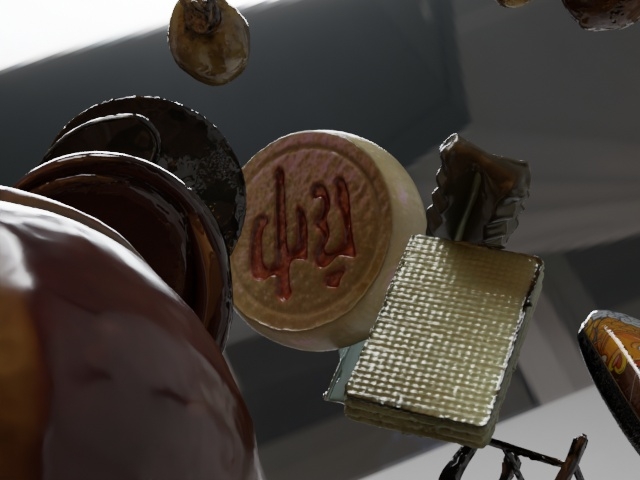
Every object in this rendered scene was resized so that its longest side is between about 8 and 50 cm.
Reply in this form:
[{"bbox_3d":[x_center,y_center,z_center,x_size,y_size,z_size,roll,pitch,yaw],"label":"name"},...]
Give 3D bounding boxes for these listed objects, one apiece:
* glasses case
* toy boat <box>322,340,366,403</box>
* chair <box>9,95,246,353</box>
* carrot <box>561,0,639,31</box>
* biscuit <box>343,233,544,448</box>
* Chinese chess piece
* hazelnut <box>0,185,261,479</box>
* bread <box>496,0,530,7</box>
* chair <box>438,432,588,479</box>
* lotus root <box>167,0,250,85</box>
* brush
[{"bbox_3d":[0.385,0.182,1.578,0.122,0.082,0.321,21,24,-22],"label":"glasses case"},{"bbox_3d":[0.055,0.117,1.764,0.210,0.070,0.291,41,32,18],"label":"toy boat"},{"bbox_3d":[-0.182,0.004,1.302,0.401,0.226,0.227,-99,168,-75],"label":"chair"},{"bbox_3d":[0.172,-0.151,0.613,0.055,0.161,0.055,43,25,-27],"label":"carrot"},{"bbox_3d":[0.104,0.077,1.138,0.199,0.121,0.041,-62,153,-43],"label":"biscuit"},{"bbox_3d":[0.000,0.000,1.708,0.112,0.270,0.270,24,39,-59],"label":"Chinese chess piece"},{"bbox_3d":[-0.237,0.134,0.787,0.359,0.409,0.359,0,90,-88],"label":"hazelnut"},{"bbox_3d":[0.207,-0.290,1.477,0.044,0.083,0.110,51,5,29],"label":"bread"},{"bbox_3d":[0.140,0.260,1.118,0.113,0.229,0.106,12,-31,34],"label":"chair"},{"bbox_3d":[-0.088,-0.159,1.102,0.072,0.063,0.152,57,-5,10],"label":"lotus root"},{"bbox_3d":[0.127,0.012,1.293,0.084,0.071,0.301,28,-33,12],"label":"brush"}]
